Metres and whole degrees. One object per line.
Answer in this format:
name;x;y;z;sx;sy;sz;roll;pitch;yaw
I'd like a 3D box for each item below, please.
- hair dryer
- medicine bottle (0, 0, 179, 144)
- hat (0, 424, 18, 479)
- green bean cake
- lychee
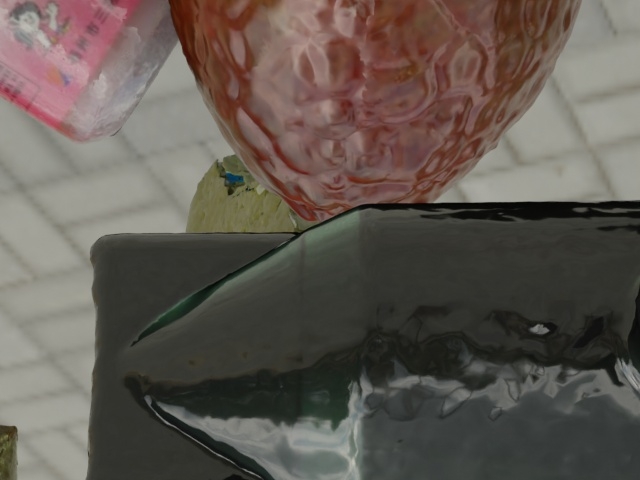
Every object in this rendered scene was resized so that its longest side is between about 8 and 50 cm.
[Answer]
hair dryer;0.055;0.003;0.410;0.244;0.116;0.302;-1;153;-2
medicine bottle;-0.202;-0.173;1.085;0.247;0.147;0.147;32;138;-10
hat;-0.251;0.159;1.326;0.067;0.146;0.146;-41;132;5
green bean cake;0.000;0.000;1.812;0.202;0.285;0.310;11;148;-23
lychee;0.032;-0.157;0.993;0.255;0.255;0.300;13;108;-11
